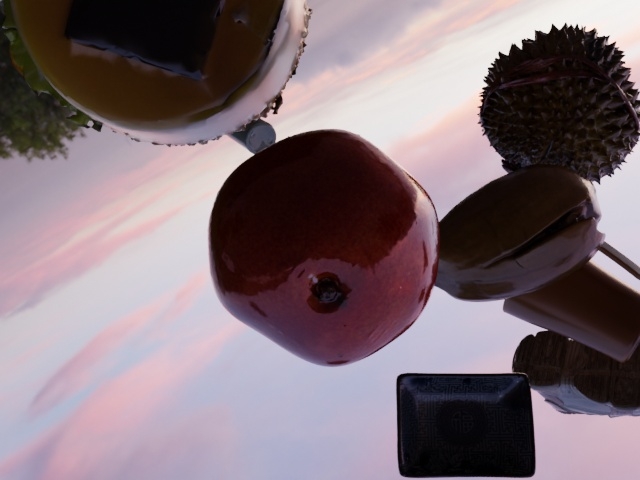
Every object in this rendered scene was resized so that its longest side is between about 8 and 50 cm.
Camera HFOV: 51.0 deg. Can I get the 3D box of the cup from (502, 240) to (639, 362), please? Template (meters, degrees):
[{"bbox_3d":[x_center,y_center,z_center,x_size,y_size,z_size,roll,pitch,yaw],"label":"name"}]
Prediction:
[{"bbox_3d":[0.490,0.092,1.265,0.264,0.226,0.182,31,-141,25],"label":"cup"}]

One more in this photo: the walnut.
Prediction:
[{"bbox_3d":[0.314,0.000,1.148,0.336,0.209,0.209,-24,-163,13],"label":"walnut"}]

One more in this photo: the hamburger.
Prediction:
[{"bbox_3d":[-0.154,-0.231,0.649,0.179,0.294,0.276,-108,-147,-80],"label":"hamburger"}]

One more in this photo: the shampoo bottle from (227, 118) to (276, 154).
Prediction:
[{"bbox_3d":[-0.138,-0.195,1.121,0.056,0.056,0.195,-36,-144,-11],"label":"shampoo bottle"}]

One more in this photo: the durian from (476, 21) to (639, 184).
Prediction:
[{"bbox_3d":[0.492,-0.267,1.379,0.347,0.348,0.384,-29,-152,14],"label":"durian"}]

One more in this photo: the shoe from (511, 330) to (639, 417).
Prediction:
[{"bbox_3d":[0.610,0.298,1.452,0.351,0.198,0.172,5,-119,48],"label":"shoe"}]

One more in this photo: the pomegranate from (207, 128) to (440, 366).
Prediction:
[{"bbox_3d":[0.000,0.000,0.649,0.221,0.221,0.256,-34,-166,-4],"label":"pomegranate"}]

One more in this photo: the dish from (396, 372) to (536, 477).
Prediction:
[{"bbox_3d":[0.258,0.334,1.224,0.243,0.182,0.080,0,167,2],"label":"dish"}]
